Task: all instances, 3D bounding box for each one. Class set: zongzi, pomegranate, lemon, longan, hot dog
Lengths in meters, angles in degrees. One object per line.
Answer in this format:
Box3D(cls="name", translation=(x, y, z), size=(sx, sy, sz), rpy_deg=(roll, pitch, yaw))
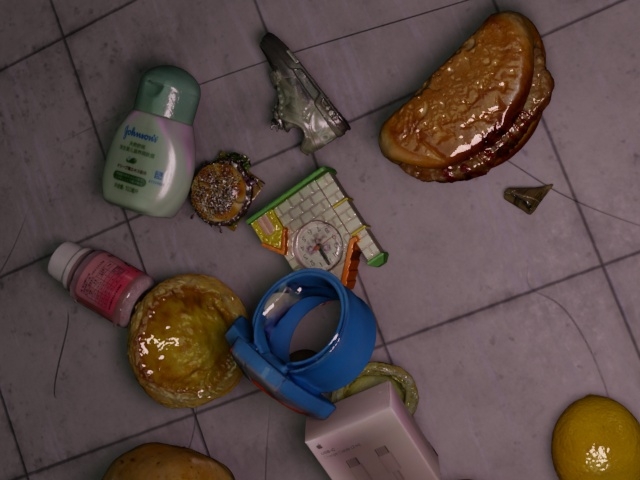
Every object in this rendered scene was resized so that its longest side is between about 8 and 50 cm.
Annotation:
Box3D(cls="zongzi", translation=(0.440, -0.106, 1.799), size=(0.076, 0.040, 0.083), rpy_deg=(36, 87, 20))
Box3D(cls="pomegranate", translation=(-0.340, 0.611, 1.881), size=(0.332, 0.332, 0.332), rpy_deg=(0, 89, 16))
Box3D(cls="lemon", translation=(0.554, 0.417, 1.685), size=(0.187, 0.187, 0.244), rpy_deg=(-3, 57, 16))
Box3D(cls="longan", translation=(-0.029, 0.296, 1.905), size=(0.119, 0.106, 0.106), rpy_deg=(-14, 84, -25))
Box3D(cls="hot dog", translation=(0.326, -0.265, 1.755), size=(0.405, 0.185, 0.223), rpy_deg=(-44, 77, 12))

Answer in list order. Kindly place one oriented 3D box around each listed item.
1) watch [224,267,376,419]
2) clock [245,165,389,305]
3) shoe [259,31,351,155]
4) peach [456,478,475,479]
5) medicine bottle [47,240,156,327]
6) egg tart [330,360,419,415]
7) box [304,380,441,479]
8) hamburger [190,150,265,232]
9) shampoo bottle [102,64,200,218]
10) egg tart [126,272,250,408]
Box3D(cls="watch", translation=(-0.043, 0.191, 1.774), size=(0.274, 0.241, 0.305), rpy_deg=(-51, 48, -1))
Box3D(cls="clock", translation=(0.000, 0.000, 1.889), size=(0.220, 0.106, 0.255), rpy_deg=(-35, 80, 13))
Box3D(cls="shoe", translation=(-0.073, -0.320, 1.909), size=(0.149, 0.109, 0.293), rpy_deg=(-40, 83, 7))
Box3D(cls="peach", translation=(0.304, 0.613, 1.720), size=(0.232, 0.232, 0.232), rpy_deg=(0, 89, 16))
Box3D(cls="medicine bottle", translation=(-0.524, 0.099, 2.024), size=(0.247, 0.147, 0.147), rpy_deg=(28, 97, 15))
Box3D(cls="egg tart", translation=(0.122, 0.338, 1.849), size=(0.197, 0.078, 0.197), rpy_deg=(3, 113, 8))
Box3D(cls="box", translation=(0.114, 0.446, 1.799), size=(0.203, 0.106, 0.252), rpy_deg=(-25, 113, 15))
Box3D(cls="hamburger", translation=(-0.228, -0.118, 1.964), size=(0.164, 0.093, 0.189), rpy_deg=(25, 95, 16))
Box3D(cls="shampoo bottle", translation=(-0.382, -0.237, 1.982), size=(0.222, 0.151, 0.349), rpy_deg=(18, 94, 23))
Box3D(cls="egg tart", translation=(-0.295, 0.232, 1.955), size=(0.319, 0.128, 0.319), rpy_deg=(-1, 86, 11))
